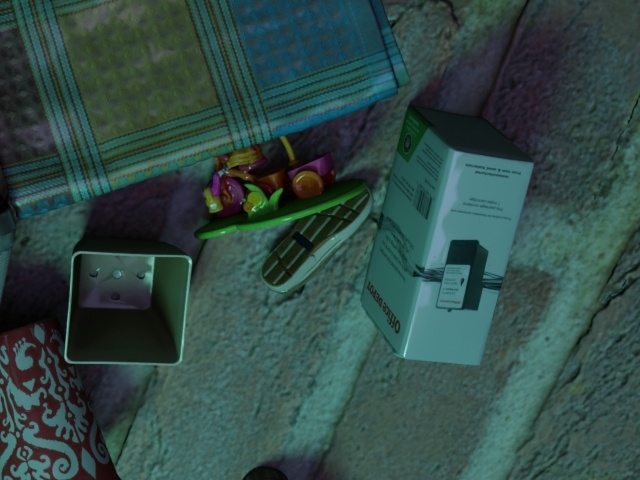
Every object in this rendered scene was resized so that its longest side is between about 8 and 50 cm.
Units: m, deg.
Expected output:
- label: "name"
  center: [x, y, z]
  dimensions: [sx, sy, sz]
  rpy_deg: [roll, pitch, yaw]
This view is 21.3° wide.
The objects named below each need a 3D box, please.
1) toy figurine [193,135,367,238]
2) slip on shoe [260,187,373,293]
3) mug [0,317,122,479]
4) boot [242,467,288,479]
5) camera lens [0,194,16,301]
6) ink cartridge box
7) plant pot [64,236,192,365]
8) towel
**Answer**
- label: "toy figurine"
  center: [-0.062, -0.099, 1.580]
  dimensions: [0.173, 0.130, 0.159]
  rpy_deg: [-15, 99, 19]
- label: "slip on shoe"
  center: [0.000, 0.000, 1.651]
  dimensions: [0.135, 0.051, 0.041]
  rpy_deg: [-48, 152, -2]
- label: "mug"
  center: [-0.279, 0.170, 1.592]
  dimensions: [0.150, 0.113, 0.169]
  rpy_deg: [-18, 89, 21]
- label: "boot"
  center: [-0.037, 0.349, 1.727]
  dimensions: [0.082, 0.106, 0.219]
  rpy_deg: [-16, 112, -7]
- label: "camera lens"
  center: [-0.391, 0.066, 1.473]
  dimensions: [0.219, 0.219, 0.274]
  rpy_deg: [10, 101, -16]
- label: "ink cartridge box"
  center: [0.116, -0.005, 1.614]
  dimensions: [0.087, 0.153, 0.208]
  rpy_deg: [8, 108, -17]
- label: "plant pot"
  center: [-0.184, 0.047, 1.592]
  dimensions: [0.109, 0.096, 0.109]
  rpy_deg: [3, 109, -13]
- label: "towel"
  center: [-0.131, -0.201, 1.497]
  dimensions: [0.370, 0.040, 0.271]
  rpy_deg: [-19, 89, -6]
